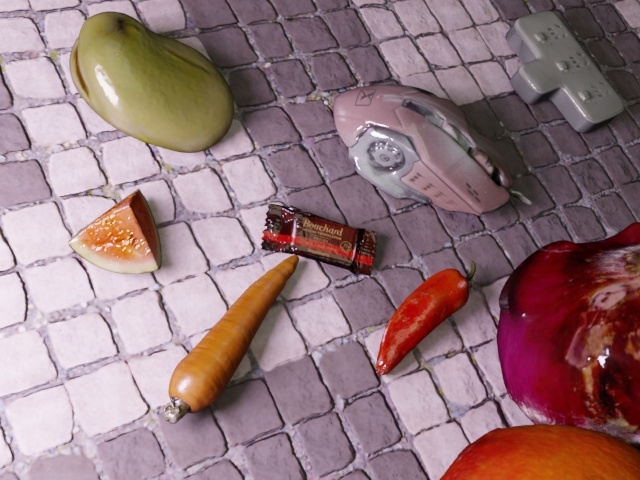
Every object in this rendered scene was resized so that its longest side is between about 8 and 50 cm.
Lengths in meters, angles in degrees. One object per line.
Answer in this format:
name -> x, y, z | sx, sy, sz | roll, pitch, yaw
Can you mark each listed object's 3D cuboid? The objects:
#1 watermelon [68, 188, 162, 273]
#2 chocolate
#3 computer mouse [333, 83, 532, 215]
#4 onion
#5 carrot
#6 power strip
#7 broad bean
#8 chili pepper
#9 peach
watermelon -> -0.268, -0.027, 1.205 | 0.125, 0.094, 0.135 | 13, 52, -7
chocolate -> 0.000, 0.000, 1.349 | 0.183, 0.028, 0.086 | 14, 64, -15
computer mouse -> 0.201, -0.152, 1.476 | 0.389, 0.115, 0.199 | 26, 57, -7
onion -> 0.470, 0.199, 1.300 | 0.398, 0.398, 0.420 | -40, 125, -36
carrot -> -0.116, 0.121, 1.205 | 0.069, 0.069, 0.336 | 36, 51, -1
power strip -> 0.457, -0.325, 1.722 | 0.194, 0.059, 0.265 | -24, 74, -33
broad bean -> -0.251, -0.234, 1.318 | 0.263, 0.121, 0.189 | 25, 58, -11
chili pepper -> 0.163, 0.106, 1.340 | 0.071, 0.063, 0.272 | 39, 55, 17
peach -> 0.289, 0.402, 1.081 | 0.290, 0.373, 0.372 | 13, 50, -57
